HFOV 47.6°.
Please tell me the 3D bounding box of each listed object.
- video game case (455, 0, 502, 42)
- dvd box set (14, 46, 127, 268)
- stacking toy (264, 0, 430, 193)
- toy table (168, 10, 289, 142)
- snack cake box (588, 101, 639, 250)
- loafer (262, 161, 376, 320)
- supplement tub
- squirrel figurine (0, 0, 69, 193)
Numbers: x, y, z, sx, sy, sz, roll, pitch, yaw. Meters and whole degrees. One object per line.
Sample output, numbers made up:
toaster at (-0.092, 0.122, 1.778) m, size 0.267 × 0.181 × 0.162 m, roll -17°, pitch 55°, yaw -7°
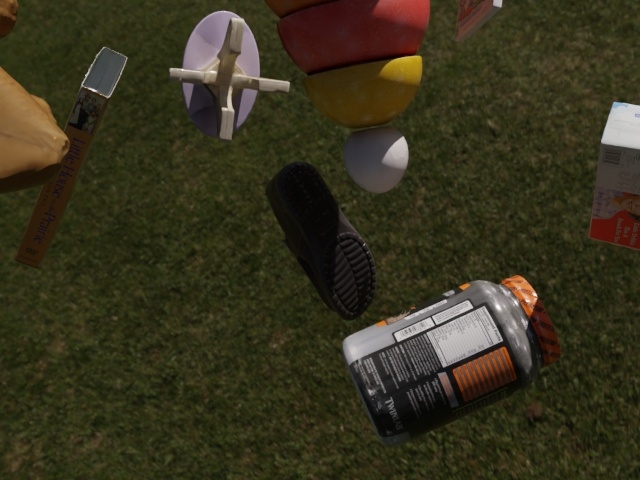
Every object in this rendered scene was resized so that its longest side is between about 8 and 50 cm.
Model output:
video game case at (0.274, -0.434, 1.245) m, size 0.019 × 0.157 × 0.143 m, roll 8°, pitch 83°, yaw -11°
dvd box set at (-0.538, -0.186, 1.576) m, size 0.420 × 0.062 × 0.308 m, roll -60°, pitch 20°, yaw 23°
stacking toy at (0.064, -0.316, 1.250) m, size 0.350 × 0.480 × 0.350 m, roll -9°, pitch 8°, yaw 1°
toy table at (-0.207, -0.352, 1.567) m, size 0.252 × 0.274 × 0.161 m, roll -9°, pitch 18°, yaw -16°
snack cake box at (0.525, -0.089, 1.163) m, size 0.152 × 0.264 × 0.089 m, roll 14°, pitch 61°, yaw 23°
loafer at (0.000, 0.000, 1.521) m, size 0.134 × 0.366 × 0.130 m, roll -33°, pitch 19°, yaw -26°
supplement tub at (0.222, 0.201, 1.255) m, size 0.338 × 0.207 × 0.207 m, roll -23°, pitch 46°, yaw -1°
squirrel figurine at (-0.397, -0.097, 0.491) m, size 0.397 × 0.281 × 0.370 m, roll -22°, pitch 3°, yaw -31°
